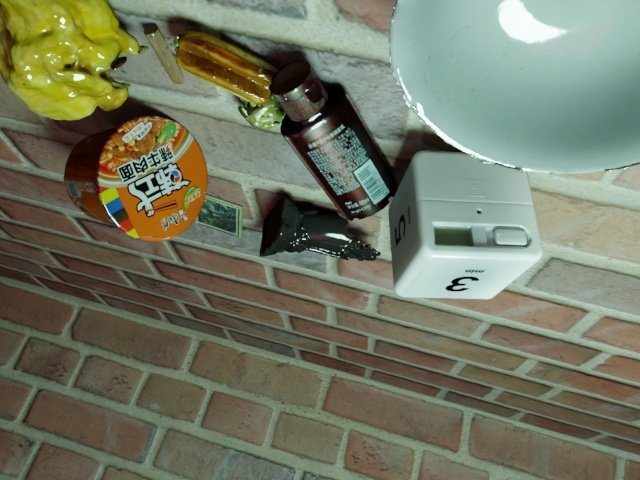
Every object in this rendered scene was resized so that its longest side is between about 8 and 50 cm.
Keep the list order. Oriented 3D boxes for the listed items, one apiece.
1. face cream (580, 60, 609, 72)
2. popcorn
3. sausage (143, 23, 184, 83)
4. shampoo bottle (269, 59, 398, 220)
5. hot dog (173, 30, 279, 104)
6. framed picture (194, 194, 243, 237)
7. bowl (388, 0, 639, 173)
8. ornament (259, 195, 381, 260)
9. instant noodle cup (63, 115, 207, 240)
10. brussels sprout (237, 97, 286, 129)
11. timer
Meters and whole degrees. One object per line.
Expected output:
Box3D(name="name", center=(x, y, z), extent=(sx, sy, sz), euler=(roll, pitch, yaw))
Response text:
Box3D(name="face cream", center=(0.290, -0.204, 0.716), extent=(0.198, 0.057, 0.084), euler=(-4, 139, 42))
Box3D(name="popcorn", center=(-0.405, -0.295, 0.837), extent=(0.191, 0.190, 0.253), euler=(9, 158, 34))
Box3D(name="sausage", center=(-0.260, -0.308, 0.901), extent=(0.026, 0.026, 0.116), euler=(10, 154, 17))
Box3D(name="shampoo bottle", center=(0.024, -0.161, 0.920), extent=(0.129, 0.084, 0.323), euler=(-30, 138, 12))
Box3D(name="hot dog", center=(-0.141, -0.274, 0.852), extent=(0.188, 0.055, 0.072), euler=(22, 124, -20))
Box3D(name="framed picture", center=(-0.271, -0.066, 1.406), extent=(0.142, 0.011, 0.183), euler=(19, 155, -1))
Box3D(name="bowl", center=(0.254, -0.234, 0.552), extent=(0.346, 0.157, 0.345), euler=(15, 152, 8))
Box3D(name="ornament", center=(0.000, 0.000, 1.281), extent=(0.261, 0.106, 0.251), euler=(16, 163, -16))
Box3D(name="instant noodle cup", center=(-0.392, -0.130, 1.113), extent=(0.192, 0.250, 0.250), euler=(8, 154, 38))
Box3D(name="brussels sprout", center=(-0.107, -0.225, 0.934), extent=(0.085, 0.058, 0.085), euler=(30, 156, 15))
Box3D(name="timer", center=(0.233, -0.020, 0.917), extent=(0.193, 0.194, 0.195), euler=(2, 156, -6))
